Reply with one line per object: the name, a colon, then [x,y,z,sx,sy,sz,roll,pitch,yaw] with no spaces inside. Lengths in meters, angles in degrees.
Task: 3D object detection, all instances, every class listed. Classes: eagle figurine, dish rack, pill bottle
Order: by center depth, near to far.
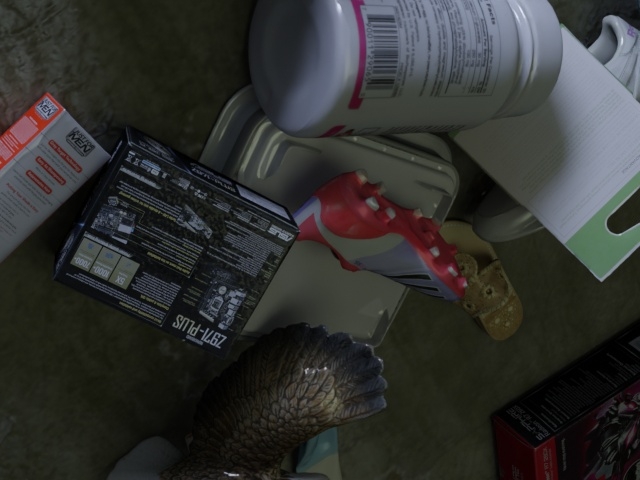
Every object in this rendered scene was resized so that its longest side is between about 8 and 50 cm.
pill bottle: [0.088,-0.182,1.145,0.283,0.160,0.160,-5,120,-35]
eagle figurine: [-0.063,0.241,1.223,0.225,0.226,0.298,-25,160,-37]
dish rack: [0.000,0.000,1.260,0.333,0.072,0.285,14,108,-41]

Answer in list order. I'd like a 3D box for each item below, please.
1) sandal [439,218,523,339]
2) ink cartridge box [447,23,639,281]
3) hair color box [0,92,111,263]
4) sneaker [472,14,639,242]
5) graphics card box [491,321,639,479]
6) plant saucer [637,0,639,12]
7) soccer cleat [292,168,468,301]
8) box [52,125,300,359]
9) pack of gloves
sandal: [0.206,0.061,1.447,0.088,0.079,0.240,-46,135,-4]
ink cartridge box: [0.280,-0.097,1.294,0.171,0.235,0.056,-46,178,10]
hair color box: [-0.262,-0.053,1.043,0.141,0.043,0.072,-44,134,-5]
sneaker: [0.272,-0.130,1.380,0.305,0.114,0.152,-46,114,-3]
graphics card box: [0.426,0.266,1.736,0.371,0.094,0.232,-29,131,-21]
plant saucer: [0.411,-0.263,1.372,0.195,0.037,0.194,21,59,-39]
soccer cleat: [0.066,0.007,1.223,0.095,0.083,0.248,-29,143,21]
box: [-0.134,0.003,1.104,0.180,0.077,0.147,27,100,-17]
pack of gloves: [-0.050,0.285,1.419,0.195,0.046,0.232,-25,129,-24]
